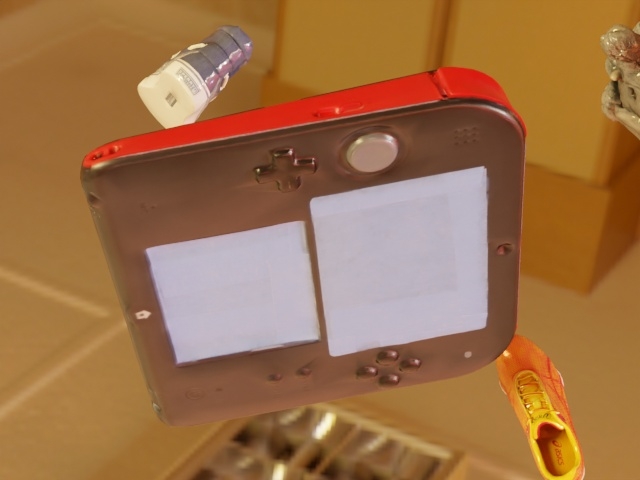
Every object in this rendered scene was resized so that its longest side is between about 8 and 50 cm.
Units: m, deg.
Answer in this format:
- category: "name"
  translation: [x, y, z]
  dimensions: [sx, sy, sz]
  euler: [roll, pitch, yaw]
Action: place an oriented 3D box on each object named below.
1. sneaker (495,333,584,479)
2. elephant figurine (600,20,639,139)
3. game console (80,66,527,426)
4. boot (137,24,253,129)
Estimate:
- category: "sneaker"
  translation: [0.228, 0.170, 1.552]
  dimensions: [0.064, 0.067, 0.175]
  euler: [-25, -113, 3]
- category: "elephant figurine"
  translation: [0.399, -0.164, 1.746]
  dimensions: [0.186, 0.169, 0.239]
  euler: [10, -164, 6]
- category: "game console"
  translation: [0.000, 0.023, 1.274]
  dimensions: [0.341, 0.387, 0.060]
  euler: [-14, -128, -5]
- category: "boot"
  translation: [-0.122, -0.162, 1.520]
  dimensions: [0.086, 0.069, 0.190]
  euler: [-41, -169, -16]
